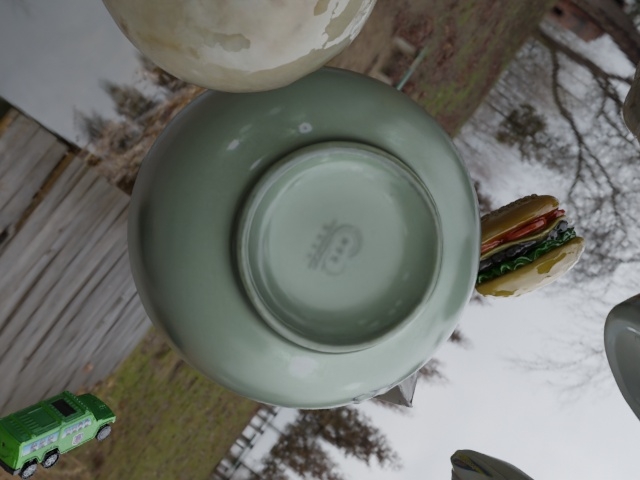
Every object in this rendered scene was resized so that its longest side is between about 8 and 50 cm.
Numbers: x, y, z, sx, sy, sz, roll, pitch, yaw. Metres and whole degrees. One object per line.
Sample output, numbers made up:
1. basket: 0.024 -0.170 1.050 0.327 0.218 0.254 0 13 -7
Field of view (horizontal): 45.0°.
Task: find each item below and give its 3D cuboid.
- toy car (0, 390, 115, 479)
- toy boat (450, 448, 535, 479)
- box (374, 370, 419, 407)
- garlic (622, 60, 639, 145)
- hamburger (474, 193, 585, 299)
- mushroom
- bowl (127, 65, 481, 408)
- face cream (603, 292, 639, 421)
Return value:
1. toy car: -0.344 0.241 1.001 0.165 0.071 0.062 -19 134 -52
2. toy boat: 0.273 0.413 1.186 0.141 0.141 0.269 -53 -156 -20
3. box: 0.000 0.098 1.132 0.225 0.297 0.190 61 44 -54
4. garlic: 0.619 -0.209 1.161 0.322 0.322 0.241 -52 175 -27
5. hamburger: 0.259 0.008 1.004 0.162 0.115 0.162 -26 177 -1
6. mushroom: -0.055 -0.216 0.541 0.207 0.207 0.215 -53 -162 27
7. bowl: 0.000 0.000 0.710 0.354 0.354 0.185 -53 -168 -4
8. face cream: 0.433 0.123 0.814 0.187 0.201 0.201 -24 176 -6
